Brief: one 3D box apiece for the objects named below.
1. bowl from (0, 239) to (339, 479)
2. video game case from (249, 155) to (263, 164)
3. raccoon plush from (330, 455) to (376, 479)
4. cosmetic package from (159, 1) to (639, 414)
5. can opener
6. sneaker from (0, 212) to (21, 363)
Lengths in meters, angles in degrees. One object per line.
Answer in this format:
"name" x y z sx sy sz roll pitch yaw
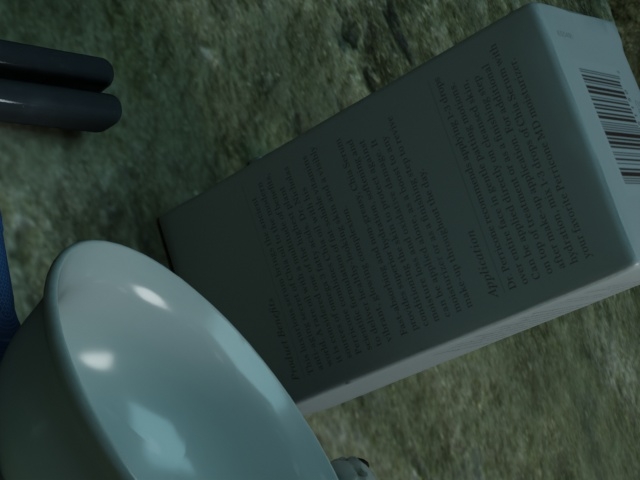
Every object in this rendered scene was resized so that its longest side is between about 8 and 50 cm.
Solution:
"bowl" -0.112 0.153 0.786 0.298 0.134 0.298 49 13 -15
"video game case" 0.000 0.000 1.398 0.190 0.022 0.173 13 59 -52
"raccoon plush" -0.062 0.363 0.988 0.446 0.216 0.299 -56 138 -20
"cosmetic package" 0.082 -0.003 1.102 0.161 0.453 0.230 -3 71 -53
"can opener" -0.274 -0.147 1.017 0.283 0.095 0.076 2 68 -49
"sneaker" -0.259 0.109 0.870 0.147 0.130 0.330 38 42 -59
